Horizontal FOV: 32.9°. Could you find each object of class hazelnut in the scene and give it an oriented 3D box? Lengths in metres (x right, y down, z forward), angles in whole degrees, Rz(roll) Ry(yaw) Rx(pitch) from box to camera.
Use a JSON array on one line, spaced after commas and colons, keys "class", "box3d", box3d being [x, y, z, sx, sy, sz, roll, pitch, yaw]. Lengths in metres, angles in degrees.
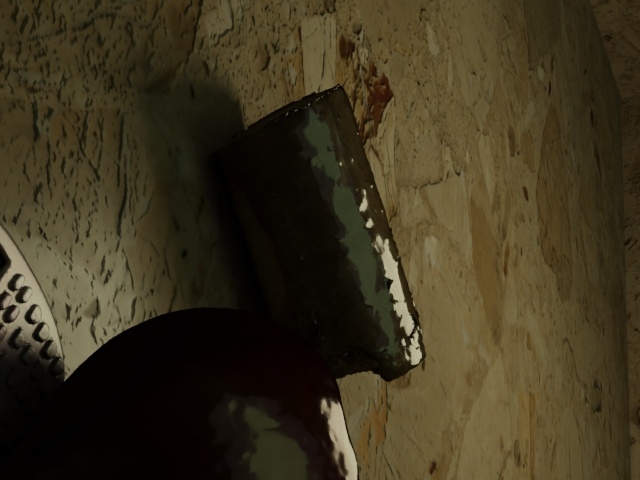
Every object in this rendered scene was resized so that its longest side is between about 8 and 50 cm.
[{"class": "hazelnut", "box3d": [-0.087, 0.137, 0.605, 0.208, 0.208, 0.208, -8, 90, -66]}]

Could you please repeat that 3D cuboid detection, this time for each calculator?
[{"class": "calculator", "box3d": [-0.188, 0.043, 0.590, 0.103, 0.024, 0.165, -68, 144, -47]}]

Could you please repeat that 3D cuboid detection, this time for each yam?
[{"class": "yam", "box3d": [0.001, 0.000, 0.900, 0.129, 0.128, 0.238, -26, 104, -29]}]
